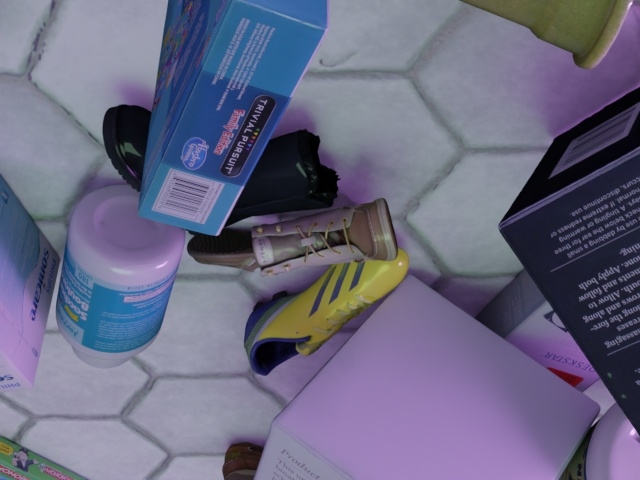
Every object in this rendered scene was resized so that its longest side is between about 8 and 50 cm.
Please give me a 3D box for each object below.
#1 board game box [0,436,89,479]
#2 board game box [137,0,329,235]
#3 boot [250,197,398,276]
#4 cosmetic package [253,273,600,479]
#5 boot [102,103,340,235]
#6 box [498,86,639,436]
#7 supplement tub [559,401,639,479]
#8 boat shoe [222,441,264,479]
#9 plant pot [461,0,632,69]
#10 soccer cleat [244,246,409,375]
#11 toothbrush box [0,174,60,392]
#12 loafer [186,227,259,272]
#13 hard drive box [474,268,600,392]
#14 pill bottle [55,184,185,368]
[{"bbox_3d":[-0.543,0.464,2.001,0.214,0.046,0.317,-28,132,28],"label":"board game box"},{"bbox_3d":[-0.075,-0.213,0.978,0.079,0.336,0.253,16,137,-17],"label":"board game box"},{"bbox_3d":[0.000,0.000,1.340,0.165,0.077,0.213,-10,180,-9],"label":"boot"},{"bbox_3d":[0.120,0.339,1.537,0.329,0.327,0.393,35,142,14],"label":"cosmetic package"},{"bbox_3d":[-0.109,-0.100,1.295,0.207,0.094,0.246,-14,144,21],"label":"boot"},{"bbox_3d":[0.414,0.044,1.188,0.212,0.293,0.395,-31,99,32],"label":"box"},{"bbox_3d":[0.456,0.340,1.499,0.236,0.235,0.325,-1,159,2],"label":"supplement tub"},{"bbox_3d":[-0.020,0.418,1.905,0.307,0.104,0.110,20,127,-19],"label":"boat shoe"},{"bbox_3d":[0.147,-0.312,0.947,0.254,0.276,0.276,14,139,2],"label":"plant pot"},{"bbox_3d":[0.010,0.100,1.511,0.289,0.121,0.093,-31,130,31],"label":"soccer cleat"},{"bbox_3d":[-0.454,0.027,1.356,0.126,0.216,0.295,-10,140,13],"label":"toothbrush box"},{"bbox_3d":[-0.104,0.017,1.464,0.148,0.056,0.050,0,133,1],"label":"loafer"},{"bbox_3d":[0.355,0.106,1.542,0.181,0.089,0.232,18,137,-19],"label":"hard drive box"},{"bbox_3d":[-0.270,0.061,1.447,0.146,0.146,0.264,10,138,-11],"label":"pill bottle"}]
